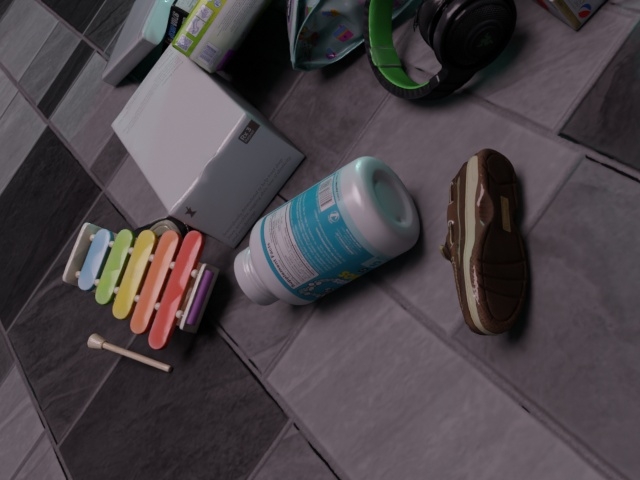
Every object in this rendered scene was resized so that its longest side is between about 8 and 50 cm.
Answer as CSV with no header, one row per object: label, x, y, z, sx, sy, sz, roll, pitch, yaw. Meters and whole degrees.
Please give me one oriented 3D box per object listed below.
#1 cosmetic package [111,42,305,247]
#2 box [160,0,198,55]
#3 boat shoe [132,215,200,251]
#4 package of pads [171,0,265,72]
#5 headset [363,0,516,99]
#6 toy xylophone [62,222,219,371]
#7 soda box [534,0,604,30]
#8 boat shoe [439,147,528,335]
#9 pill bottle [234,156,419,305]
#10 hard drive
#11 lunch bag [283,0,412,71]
cosmetic package,-0.215,-0.182,1.629,0.217,0.156,0.385,-51,41,9
box,-0.256,-0.479,1.838,0.175,0.051,0.220,-64,7,-21
boat shoe,-0.307,0.006,1.679,0.233,0.084,0.079,-21,14,45
package of pads,-0.164,-0.432,1.682,0.229,0.101,0.296,-54,9,9
headset,0.166,-0.362,1.265,0.394,0.185,0.243,-42,59,49
toy xylophone,-0.309,0.093,1.552,0.323,0.081,0.236,7,79,32
soda box,0.310,-0.383,1.275,0.069,0.074,0.216,-47,41,12
boat shoe,0.199,0.011,1.138,0.095,0.095,0.257,-33,38,46
pill bottle,0.000,0.000,1.293,0.264,0.146,0.146,-30,47,30
hard drive,-0.385,-0.491,2.003,0.353,0.047,0.233,-11,56,63
lunch bag,0.026,-0.437,1.540,0.262,0.160,0.223,-40,40,30
